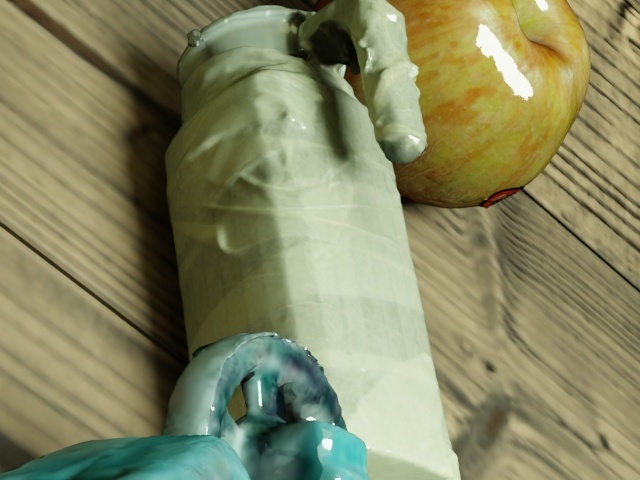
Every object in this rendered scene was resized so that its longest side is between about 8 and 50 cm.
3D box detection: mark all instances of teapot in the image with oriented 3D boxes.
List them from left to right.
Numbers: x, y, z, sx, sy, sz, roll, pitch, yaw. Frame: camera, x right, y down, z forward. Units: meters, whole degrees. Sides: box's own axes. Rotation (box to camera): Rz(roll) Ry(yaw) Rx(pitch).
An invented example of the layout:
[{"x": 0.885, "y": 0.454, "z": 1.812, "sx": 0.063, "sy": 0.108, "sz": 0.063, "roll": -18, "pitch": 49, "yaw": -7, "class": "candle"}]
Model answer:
[{"x": 0.000, "y": 0.000, "z": 0.671, "sx": 0.077, "sy": 0.107, "sz": 0.200, "roll": 20, "pitch": 44, "yaw": -35, "class": "teapot"}]

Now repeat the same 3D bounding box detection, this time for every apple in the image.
[{"x": 0.055, "y": -0.077, "z": 0.816, "sx": 0.126, "sy": 0.102, "sz": 0.126, "roll": 32, "pitch": 39, "yaw": -30, "class": "apple"}]

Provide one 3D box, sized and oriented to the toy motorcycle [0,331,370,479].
[{"x": -0.049, "y": 0.139, "z": 0.461, "sx": 0.260, "sy": 0.154, "sz": 0.206, "roll": -16, "pitch": 95, "yaw": -59, "class": "toy motorcycle"}]
